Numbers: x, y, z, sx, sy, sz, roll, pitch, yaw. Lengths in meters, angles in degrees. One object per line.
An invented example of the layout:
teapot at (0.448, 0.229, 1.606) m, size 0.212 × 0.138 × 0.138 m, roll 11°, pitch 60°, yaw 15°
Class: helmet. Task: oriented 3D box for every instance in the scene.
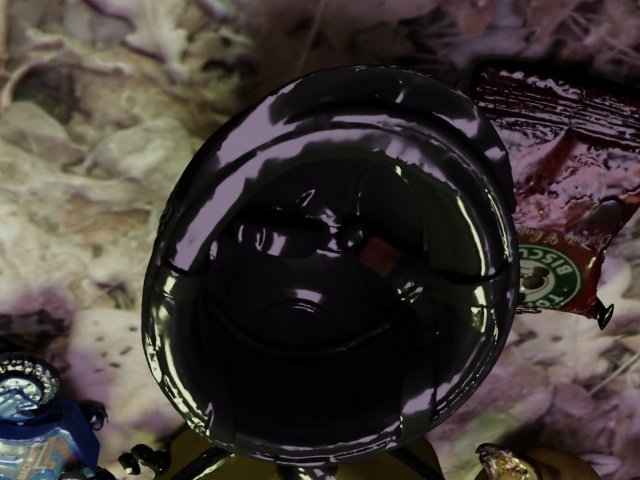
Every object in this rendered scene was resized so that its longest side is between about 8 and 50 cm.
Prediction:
helmet at (0.000, 0.000, 0.765) m, size 0.231 × 0.160 × 0.278 m, roll 3°, pitch 115°, yaw -12°

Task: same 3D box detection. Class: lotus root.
lotus root at (0.191, 0.245, 1.039) m, size 0.125 × 0.118 × 0.221 m, roll -31°, pitch 134°, yaw -6°

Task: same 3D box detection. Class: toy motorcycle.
toy motorcycle at (-0.230, 0.157, 0.921) m, size 0.114 × 0.076 × 0.205 m, roll -7°, pitch 134°, yaw 8°

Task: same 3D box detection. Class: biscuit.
biscuit at (0.157, -0.013, 0.845) m, size 0.151 × 0.063 × 0.235 m, roll 9°, pitch 134°, yaw -2°

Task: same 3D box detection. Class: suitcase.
suitcase at (-0.018, 0.217, 0.957) m, size 0.194 × 0.143 × 0.235 m, roll -37°, pitch 127°, yaw 21°
